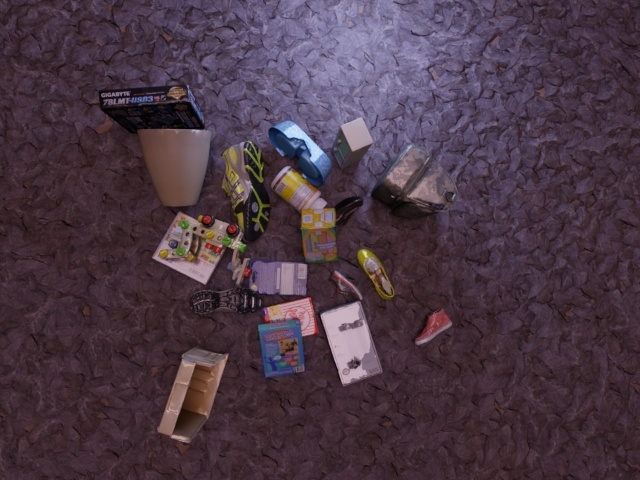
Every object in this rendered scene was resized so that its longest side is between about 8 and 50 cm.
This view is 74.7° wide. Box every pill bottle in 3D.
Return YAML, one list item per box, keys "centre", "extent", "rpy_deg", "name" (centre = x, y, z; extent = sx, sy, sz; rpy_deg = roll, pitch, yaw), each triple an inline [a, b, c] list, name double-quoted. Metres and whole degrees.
- centre: [-0.081, -0.184, 1.642]
  extent: [0.215, 0.117, 0.117]
  rpy_deg: [40, 83, -2]
  name: "pill bottle"

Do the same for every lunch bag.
- centre: [0.358, -0.196, 1.590]
  extent: [0.256, 0.305, 0.212]
  rpy_deg: [34, 84, -1]
  name: "lunch bag"

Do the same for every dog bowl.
- centre: [-0.074, -0.344, 1.638]
  extent: [0.297, 0.166, 0.074]
  rpy_deg: [46, 71, 0]
  name: "dog bowl"

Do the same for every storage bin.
- centre: [-0.446, 0.529, 1.488]
  extent: [0.123, 0.260, 0.261]
  rpy_deg: [18, 85, 0]
  name: "storage bin"

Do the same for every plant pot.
- centre: [-0.535, -0.269, 1.561]
  extent: [0.257, 0.256, 0.273]
  rpy_deg: [0, 102, -5]
  name: "plant pot"

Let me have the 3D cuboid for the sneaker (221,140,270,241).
- centre: [-0.297, -0.184, 1.633]
  extent: [0.147, 0.145, 0.383]
  rpy_deg: [-3, 90, 27]
  name: "sneaker"

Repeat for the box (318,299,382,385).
- centre: [0.115, 0.393, 1.634]
  extent: [0.169, 0.087, 0.289]
  rpy_deg: [-19, 88, -6]
  name: "box"

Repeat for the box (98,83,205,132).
- centre: [-0.595, -0.471, 1.526]
  extent: [0.294, 0.295, 0.073]
  rpy_deg: [-7, 89, -5]
  name: "box"

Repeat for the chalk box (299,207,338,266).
- centre: [0.000, 0.000, 1.601]
  extent: [0.132, 0.132, 0.212]
  rpy_deg: [-4, 127, 3]
  name: "chalk box"

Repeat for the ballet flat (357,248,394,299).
- centre: [0.227, 0.133, 1.667]
  extent: [0.077, 0.077, 0.230]
  rpy_deg: [-30, 89, -6]
  name: "ballet flat"

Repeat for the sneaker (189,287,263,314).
- centre: [-0.354, 0.229, 1.597]
  extent: [0.272, 0.108, 0.100]
  rpy_deg: [3, 82, -11]
  name: "sneaker"

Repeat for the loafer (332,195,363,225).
- centre: [0.082, -0.100, 1.680]
  extent: [0.220, 0.080, 0.078]
  rpy_deg: [-32, 112, 3]
  name: "loafer"

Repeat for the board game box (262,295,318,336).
- centre: [-0.117, 0.311, 1.638]
  extent: [0.194, 0.045, 0.146]
  rpy_deg: [-14, 89, -6]
  name: "board game box"

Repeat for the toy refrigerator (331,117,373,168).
- centre: [0.112, -0.360, 1.596]
  extent: [0.094, 0.269, 0.102]
  rpy_deg: [-25, 89, -6]
  name: "toy refrigerator"

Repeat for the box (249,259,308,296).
- centre: [-0.164, 0.148, 1.650]
  extent: [0.226, 0.036, 0.136]
  rpy_deg: [3, 85, -5]
  name: "box"

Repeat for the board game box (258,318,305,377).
- centre: [-0.145, 0.410, 1.590]
  extent: [0.160, 0.047, 0.210]
  rpy_deg: [-6, 110, -7]
  name: "board game box"

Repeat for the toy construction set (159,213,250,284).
- centre: [-0.397, 0.027, 1.534]
  extent: [0.328, 0.151, 0.214]
  rpy_deg: [23, 80, -5]
  name: "toy construction set"

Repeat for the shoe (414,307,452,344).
- centre: [0.438, 0.343, 1.682]
  extent: [0.178, 0.063, 0.081]
  rpy_deg: [-29, 88, -12]
  name: "shoe"

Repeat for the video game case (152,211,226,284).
- centre: [-0.491, 0.029, 1.611]
  extent: [0.227, 0.026, 0.206]
  rpy_deg: [28, 79, -4]
  name: "video game case"

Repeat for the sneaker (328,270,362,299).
- centre: [0.098, 0.190, 1.668]
  extent: [0.158, 0.061, 0.065]
  rpy_deg: [42, 94, 9]
  name: "sneaker"
